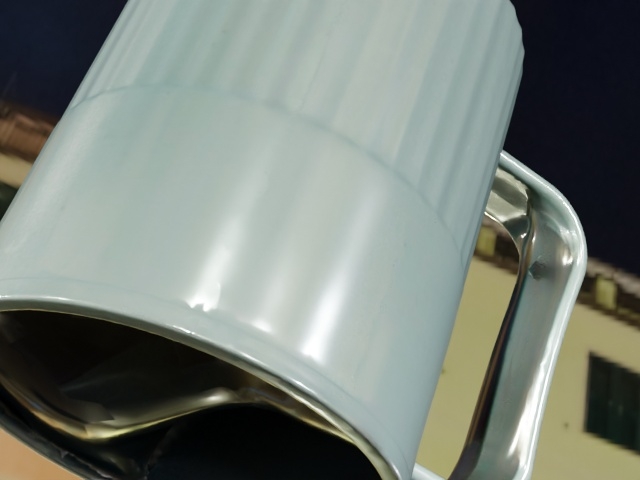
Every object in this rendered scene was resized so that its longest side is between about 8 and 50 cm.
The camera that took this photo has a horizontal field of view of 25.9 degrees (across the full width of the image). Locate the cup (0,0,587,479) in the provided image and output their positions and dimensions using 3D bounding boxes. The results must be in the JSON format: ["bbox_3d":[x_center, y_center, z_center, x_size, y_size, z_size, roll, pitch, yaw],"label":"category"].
[{"bbox_3d":[-0.001,-0.011,0.802,0.331,0.311,0.256,18,-30,4],"label":"cup"}]
